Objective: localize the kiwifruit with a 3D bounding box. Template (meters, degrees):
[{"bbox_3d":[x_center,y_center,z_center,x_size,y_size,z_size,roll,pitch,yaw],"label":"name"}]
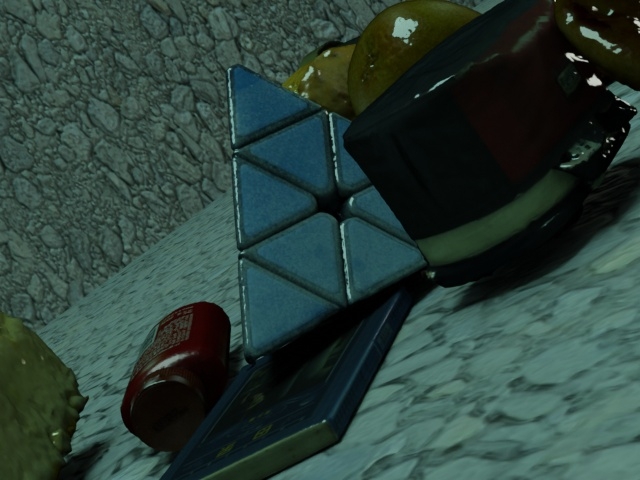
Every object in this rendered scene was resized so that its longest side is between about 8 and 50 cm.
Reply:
[{"bbox_3d":[0.153,-0.190,1.610,0.234,0.195,0.196,11,-15,-27],"label":"kiwifruit"}]

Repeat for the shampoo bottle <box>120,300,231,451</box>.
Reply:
[{"bbox_3d":[-0.146,0.137,1.363,0.118,0.076,0.314,-33,9,2],"label":"shampoo bottle"}]

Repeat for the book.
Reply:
[{"bbox_3d":[-0.030,0.134,1.118,0.191,0.025,0.269,-30,9,24],"label":"book"}]

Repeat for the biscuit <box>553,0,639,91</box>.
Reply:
[{"bbox_3d":[0.290,-0.163,1.064,0.212,0.212,0.036,-45,-25,-52],"label":"biscuit"}]

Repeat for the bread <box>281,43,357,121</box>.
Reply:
[{"bbox_3d":[0.052,-0.180,1.744,0.143,0.229,0.139,-11,58,50],"label":"bread"}]

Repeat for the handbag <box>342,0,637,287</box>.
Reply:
[{"bbox_3d":[0.157,-0.087,1.116,0.181,0.181,0.254,-26,14,39],"label":"handbag"}]

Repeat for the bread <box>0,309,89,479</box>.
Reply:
[{"bbox_3d":[-0.475,0.224,1.352,0.390,0.279,0.371,-30,19,11],"label":"bread"}]

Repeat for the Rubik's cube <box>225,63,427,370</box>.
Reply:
[{"bbox_3d":[-0.002,0.001,1.266,0.229,0.228,0.233,32,96,47],"label":"Rubik's cube"}]

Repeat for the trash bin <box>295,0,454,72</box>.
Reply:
[{"bbox_3d":[0.094,-0.238,2.125,0.334,0.214,0.214,-20,15,32],"label":"trash bin"}]

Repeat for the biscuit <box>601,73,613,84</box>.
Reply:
[{"bbox_3d":[0.445,-0.300,1.591,0.388,0.073,0.107,-32,7,10],"label":"biscuit"}]
